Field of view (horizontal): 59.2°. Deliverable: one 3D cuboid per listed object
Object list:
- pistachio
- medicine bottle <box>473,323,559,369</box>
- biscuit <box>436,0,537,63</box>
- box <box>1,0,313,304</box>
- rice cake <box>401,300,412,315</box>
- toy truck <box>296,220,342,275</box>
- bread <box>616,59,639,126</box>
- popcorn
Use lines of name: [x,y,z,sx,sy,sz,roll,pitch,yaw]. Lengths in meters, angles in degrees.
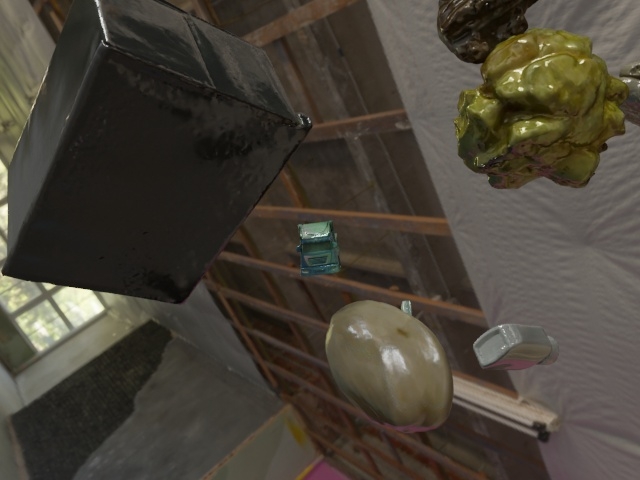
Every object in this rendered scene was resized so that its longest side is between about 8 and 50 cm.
pistachio: [0.095,0.175,0.812,0.138,0.153,0.238,33,2,-41]
medicine bottle: [0.420,0.228,1.191,0.119,0.183,0.069,-52,-140,38]
biscuit: [0.356,-0.427,0.885,0.366,0.268,0.115,-19,-56,29]
box: [-0.224,-0.112,0.717,0.345,0.251,0.204,-49,-134,30]
rice cake: [0.154,0.156,0.984,0.121,0.022,0.022,-87,174,-45]
toy truck: [0.000,0.000,0.941,0.175,0.067,0.081,-79,162,-75]
bread: [0.665,-0.274,1.096,0.183,0.101,0.337,33,13,26]
popcorn: [0.333,-0.188,0.871,0.252,0.215,0.286,0,-17,9]
